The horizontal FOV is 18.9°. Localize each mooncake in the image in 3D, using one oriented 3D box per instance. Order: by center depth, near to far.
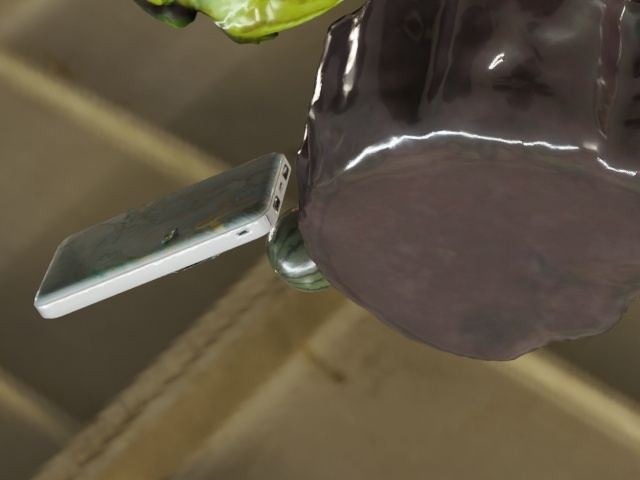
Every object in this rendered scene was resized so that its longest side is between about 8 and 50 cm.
[{"bbox_3d":[0.163,-0.068,1.548,0.381,0.350,0.212,-8,-120,31],"label":"mooncake"}]

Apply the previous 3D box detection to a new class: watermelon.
[{"bbox_3d":[0.000,0.000,2.242,0.133,0.105,0.105,-41,-144,-23],"label":"watermelon"}]

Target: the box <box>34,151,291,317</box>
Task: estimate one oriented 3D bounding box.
[{"bbox_3d":[-0.164,-0.005,2.013,0.285,0.044,0.142,-22,-156,19],"label":"box"}]

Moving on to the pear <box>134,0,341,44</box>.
[{"bbox_3d":[0.005,-0.253,1.278,0.255,0.238,0.164,-24,-110,35],"label":"pear"}]
